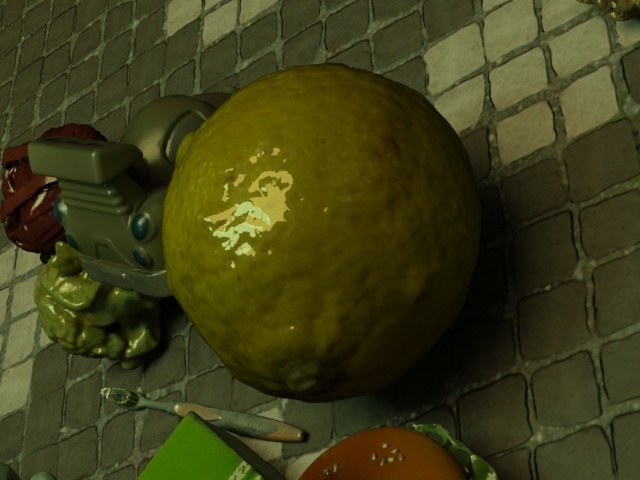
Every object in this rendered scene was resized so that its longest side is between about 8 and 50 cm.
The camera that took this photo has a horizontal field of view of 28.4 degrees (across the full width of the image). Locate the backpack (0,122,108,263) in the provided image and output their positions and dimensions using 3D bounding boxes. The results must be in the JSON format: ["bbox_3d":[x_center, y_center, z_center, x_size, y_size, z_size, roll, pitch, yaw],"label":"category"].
[{"bbox_3d":[-0.400,-0.086,1.951,0.229,0.139,0.229,-30,45,35],"label":"backpack"}]

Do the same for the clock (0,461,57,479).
[{"bbox_3d":[-0.411,0.390,1.649,0.199,0.146,0.243,-46,32,-12],"label":"clock"}]

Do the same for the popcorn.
[{"bbox_3d":[-0.297,0.069,1.713,0.167,0.186,0.187,50,125,49],"label":"popcorn"}]

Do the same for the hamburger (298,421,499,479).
[{"bbox_3d":[0.062,0.285,1.219,0.246,0.170,0.246,-24,52,35],"label":"hamburger"}]

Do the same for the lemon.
[{"bbox_3d":[0.000,0.000,1.334,0.350,0.350,0.387,-23,46,34],"label":"lemon"}]

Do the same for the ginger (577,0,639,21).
[{"bbox_3d":[0.343,-0.306,1.404,0.137,0.074,0.213,-37,50,22],"label":"ginger"}]

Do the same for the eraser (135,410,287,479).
[{"bbox_3d":[-0.159,0.348,1.421,0.274,0.092,0.210,-50,34,-9],"label":"eraser"}]

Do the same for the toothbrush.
[{"bbox_3d":[-0.153,0.218,1.589,0.375,0.037,0.028,4,71,44],"label":"toothbrush"}]

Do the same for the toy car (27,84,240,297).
[{"bbox_3d":[-0.162,-0.100,1.577,0.336,0.226,0.242,-40,31,-30],"label":"toy car"}]
